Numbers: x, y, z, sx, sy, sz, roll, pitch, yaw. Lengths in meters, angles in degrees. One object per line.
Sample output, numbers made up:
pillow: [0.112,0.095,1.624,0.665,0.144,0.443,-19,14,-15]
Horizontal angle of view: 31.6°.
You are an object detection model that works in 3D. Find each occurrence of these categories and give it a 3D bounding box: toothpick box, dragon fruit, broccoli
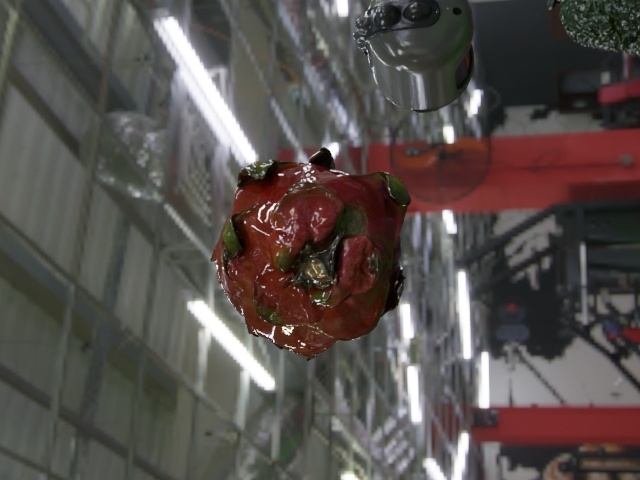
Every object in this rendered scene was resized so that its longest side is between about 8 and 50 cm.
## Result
toothpick box: [0.181,-0.389,2.178,0.316,0.229,0.229,55,-144,-77]
dragon fruit: [0.000,0.000,1.639,0.225,0.306,0.305,117,161,-60]
broccoli: [0.505,-0.420,1.692,0.321,0.304,0.283,-54,-7,27]
